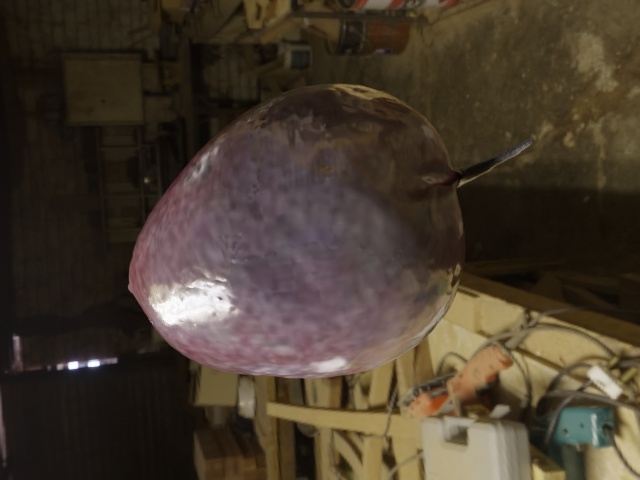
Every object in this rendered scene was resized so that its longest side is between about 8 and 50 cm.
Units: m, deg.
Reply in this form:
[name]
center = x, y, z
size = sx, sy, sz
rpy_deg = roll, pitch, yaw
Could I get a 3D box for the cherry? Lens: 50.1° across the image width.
[cherry]
center = 0.000, 0.000, 0.467
size = 0.213, 0.265, 0.184
rpy_deg = 71, -177, -58
